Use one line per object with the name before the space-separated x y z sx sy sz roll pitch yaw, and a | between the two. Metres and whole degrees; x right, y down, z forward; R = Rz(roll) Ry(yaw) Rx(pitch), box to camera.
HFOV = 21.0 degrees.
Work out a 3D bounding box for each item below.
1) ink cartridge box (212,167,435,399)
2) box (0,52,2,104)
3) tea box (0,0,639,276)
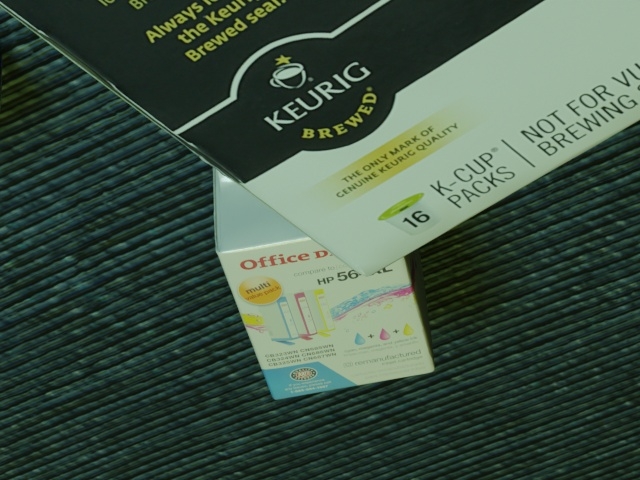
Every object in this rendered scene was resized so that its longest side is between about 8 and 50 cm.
ink cartridge box | 0.000 0.000 0.891 0.092 0.090 0.143 -11 138 7
box | -0.241 -0.074 0.800 0.126 0.072 0.137 -28 134 25
tea box | 0.033 -0.210 0.564 0.329 0.220 0.323 -31 133 26
